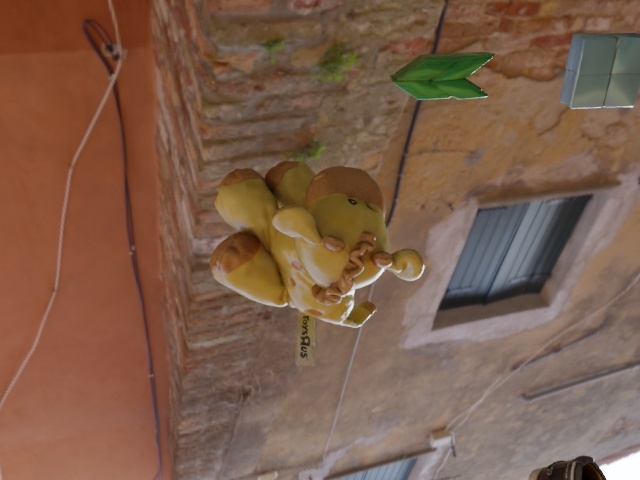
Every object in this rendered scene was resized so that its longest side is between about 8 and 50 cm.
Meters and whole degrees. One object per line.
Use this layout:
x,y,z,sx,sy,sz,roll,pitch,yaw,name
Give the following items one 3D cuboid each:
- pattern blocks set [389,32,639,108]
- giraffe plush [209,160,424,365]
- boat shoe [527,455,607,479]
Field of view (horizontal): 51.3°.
0.126,-0.229,0.349,0.285,0.325,0.026,6,-153,-13,pattern blocks set
0.000,0.000,0.623,0.181,0.170,0.210,-9,-105,-24,giraffe plush
0.300,0.336,0.675,0.084,0.079,0.233,-4,-118,-45,boat shoe
